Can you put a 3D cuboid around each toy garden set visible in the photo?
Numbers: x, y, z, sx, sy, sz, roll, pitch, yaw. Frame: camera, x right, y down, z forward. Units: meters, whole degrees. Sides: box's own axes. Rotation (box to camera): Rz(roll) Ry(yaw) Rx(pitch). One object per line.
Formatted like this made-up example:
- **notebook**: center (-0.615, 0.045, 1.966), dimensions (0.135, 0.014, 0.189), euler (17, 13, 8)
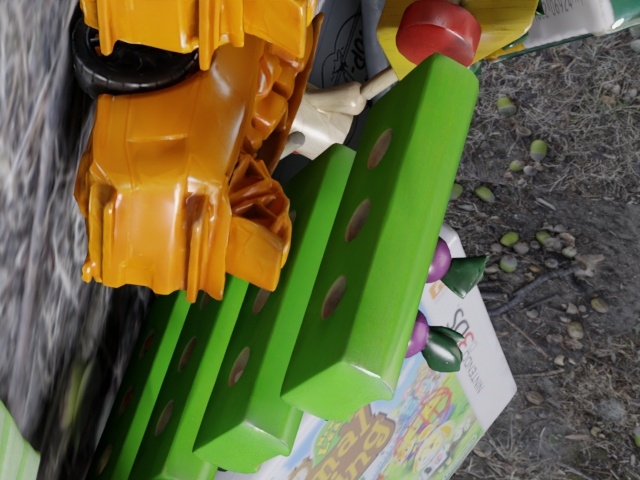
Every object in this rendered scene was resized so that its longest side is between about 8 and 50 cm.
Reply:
- **toy garden set**: center (0.000, 0.000, 0.581), dimensions (0.244, 0.049, 0.203), euler (-38, -150, 57)

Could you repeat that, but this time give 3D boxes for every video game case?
- **video game case**: center (0.008, 0.111, 0.722), dimensions (0.212, 0.023, 0.193), euler (-50, 153, -11)

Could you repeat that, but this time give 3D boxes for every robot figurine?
- **robot figurine**: center (-0.023, -0.132, 0.556), dimensions (0.211, 0.085, 0.291), euler (98, 3, -49)

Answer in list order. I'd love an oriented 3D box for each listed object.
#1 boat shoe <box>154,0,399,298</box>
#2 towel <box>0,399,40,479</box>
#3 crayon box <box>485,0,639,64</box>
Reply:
- **boat shoe**: center (-0.020, 0.004, 0.744), dimensions (0.113, 0.127, 0.340), euler (5, 111, -60)
- **towel**: center (-0.108, 0.117, 0.430), dimensions (0.113, 0.023, 0.152), euler (95, 3, -68)
- **crayon box**: center (0.076, -0.238, 0.614), dimensions (0.203, 0.083, 0.323), euler (-146, -141, -83)
